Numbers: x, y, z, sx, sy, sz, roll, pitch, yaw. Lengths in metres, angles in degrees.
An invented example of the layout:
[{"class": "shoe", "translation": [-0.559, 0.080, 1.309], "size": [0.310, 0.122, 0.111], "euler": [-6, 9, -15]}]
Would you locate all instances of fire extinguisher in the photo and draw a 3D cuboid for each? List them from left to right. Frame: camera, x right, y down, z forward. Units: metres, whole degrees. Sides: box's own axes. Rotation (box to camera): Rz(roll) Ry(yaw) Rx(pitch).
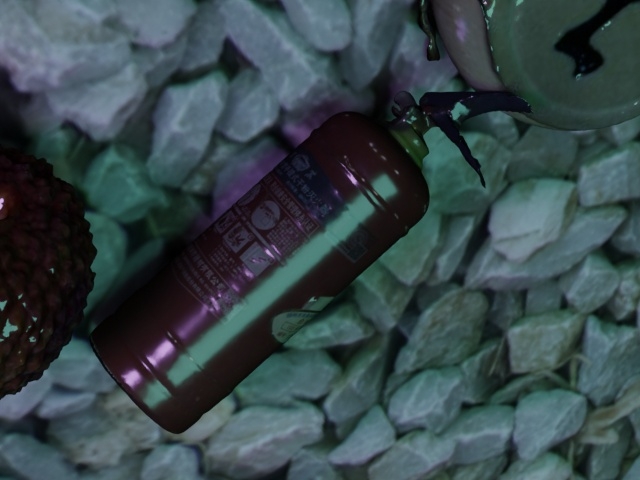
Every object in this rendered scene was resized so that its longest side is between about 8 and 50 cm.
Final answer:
[{"class": "fire extinguisher", "translation": [0.000, 0.000, 1.076], "size": [0.344, 0.138, 0.102], "euler": [-41, 131, 3]}]

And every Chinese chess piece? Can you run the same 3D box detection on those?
[{"class": "Chinese chess piece", "translation": [0.189, -0.186, 1.085], "size": [0.237, 0.092, 0.238], "euler": [-12, 125, -19]}]

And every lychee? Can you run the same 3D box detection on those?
[{"class": "lychee", "translation": [-0.241, 0.034, 0.960], "size": [0.188, 0.188, 0.188], "euler": [-13, 124, -19]}]
